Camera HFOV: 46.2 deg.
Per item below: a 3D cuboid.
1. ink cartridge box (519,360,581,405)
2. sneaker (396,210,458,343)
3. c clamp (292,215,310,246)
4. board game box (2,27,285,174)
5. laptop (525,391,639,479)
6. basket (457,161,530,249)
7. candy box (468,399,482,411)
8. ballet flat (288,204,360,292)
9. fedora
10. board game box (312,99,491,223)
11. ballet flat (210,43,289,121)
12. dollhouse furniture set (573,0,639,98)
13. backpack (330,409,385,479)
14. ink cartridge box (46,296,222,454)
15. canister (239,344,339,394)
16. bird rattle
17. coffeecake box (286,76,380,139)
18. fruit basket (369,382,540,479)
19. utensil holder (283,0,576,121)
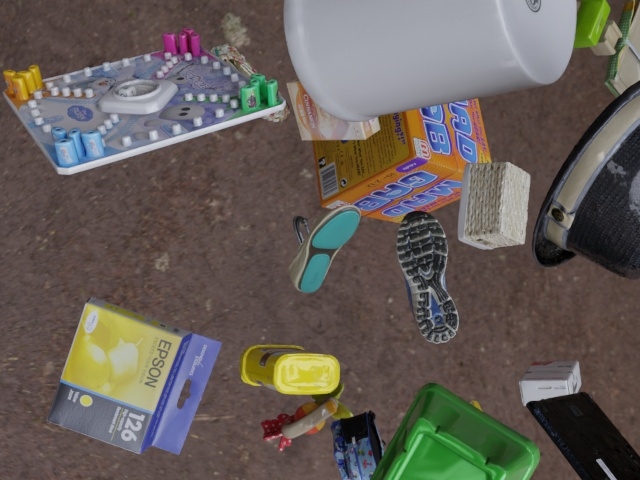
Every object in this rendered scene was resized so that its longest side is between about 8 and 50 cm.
[{"bbox_3d":[0.480,0.297,1.562,0.135,0.099,0.056,-18,101,-60],"label":"ink cartridge box"},{"bbox_3d":[0.253,0.090,1.869,0.130,0.147,0.330,-7,85,-4],"label":"sneaker"},{"bbox_3d":[-0.032,0.003,1.956,0.160,0.022,0.137,68,22,-16],"label":"c clamp"},{"bbox_3d":[-0.320,-0.265,1.309,0.390,0.390,0.050,-22,128,-24],"label":"board game box"},{"bbox_3d":[0.399,0.352,1.080,0.264,0.136,0.234,4,41,-44],"label":"laptop"},{"bbox_3d":[0.359,-0.072,1.541,0.113,0.103,0.167,18,76,-44],"label":"basket"},{"bbox_3d":[0.361,0.479,1.712,0.027,0.105,0.206,16,35,-32],"label":"candy box"},{"bbox_3d":[0.000,0.000,1.499,0.086,0.248,0.086,19,38,-16],"label":"ballet flat"},{"bbox_3d":[0.448,-0.062,1.048,0.334,0.334,0.152,-25,54,-35],"label":"fedora"},{"bbox_3d":[0.223,-0.292,2.143,0.356,0.356,0.356,10,65,-42],"label":"board game box"},{"bbox_3d":[-0.165,-0.348,1.725,0.241,0.091,0.077,40,21,-26],"label":"ballet flat"},{"bbox_3d":[0.543,-0.409,1.470,0.301,0.151,0.197,25,86,-46],"label":"dollhouse furniture set"},{"bbox_3d":[0.096,0.509,1.739,0.173,0.117,0.158,-100,174,-49],"label":"backpack"},{"bbox_3d":[-0.417,0.316,1.675,0.307,0.072,0.303,21,101,-3],"label":"ink cartridge box"},{"bbox_3d":[-0.054,0.222,1.296,0.126,0.170,0.073,5,85,-24],"label":"canister"},{"bbox_3d":[-0.040,0.460,1.974,0.253,0.207,0.143,-22,83,-6],"label":"bird rattle"},{"bbox_3d":[0.029,-0.304,1.698,0.068,0.185,0.142,-39,123,-42],"label":"coffeecake box"},{"bbox_3d":[0.233,0.481,1.381,0.283,0.392,0.392,30,58,19],"label":"fruit basket"},{"bbox_3d":[0.187,-0.381,1.261,0.328,0.385,0.327,0,90,-50],"label":"utensil holder"}]
